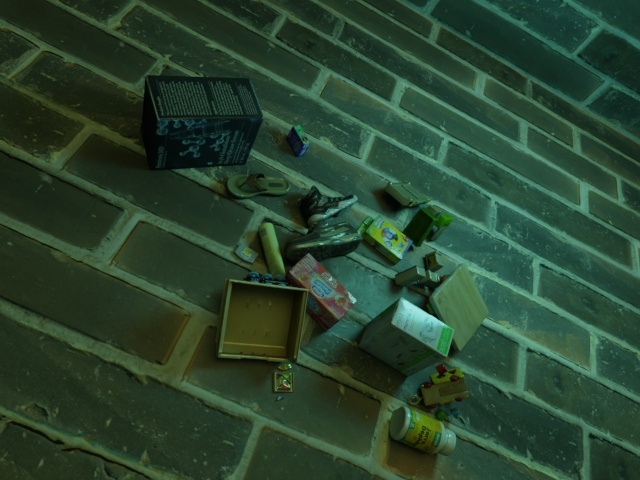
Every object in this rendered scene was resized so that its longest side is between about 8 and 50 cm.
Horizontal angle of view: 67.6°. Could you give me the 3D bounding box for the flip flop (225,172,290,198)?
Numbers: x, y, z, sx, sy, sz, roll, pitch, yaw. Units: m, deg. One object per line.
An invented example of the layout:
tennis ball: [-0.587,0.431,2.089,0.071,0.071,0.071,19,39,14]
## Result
flip flop: [-0.248,-0.231,1.940,0.277,0.080,0.112,-1,62,-25]

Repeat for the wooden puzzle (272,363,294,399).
wooden puzzle: [-0.125,0.477,1.620,0.079,0.014,0.116,1,62,-23]

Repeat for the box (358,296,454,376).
box: [0.303,0.357,1.730,0.231,0.262,0.126,32,53,-3]

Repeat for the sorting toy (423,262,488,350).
sorting toy: [0.544,0.268,1.951,0.255,0.089,0.257,-38,106,-34]

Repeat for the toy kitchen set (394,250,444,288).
toy kitchen set: [0.421,0.115,2.038,0.207,0.122,0.166,21,52,-36]

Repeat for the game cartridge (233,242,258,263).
game cartridge: [-0.281,0.052,1.800,0.083,0.017,0.056,32,57,-4]

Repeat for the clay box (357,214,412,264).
clay box: [0.276,-0.014,2.065,0.222,0.053,0.127,39,53,0]

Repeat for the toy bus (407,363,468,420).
toy bus: [0.443,0.544,1.778,0.202,0.190,0.104,30,11,-7]

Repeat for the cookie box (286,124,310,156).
cookie box: [-0.099,-0.442,2.124,0.040,0.092,0.107,-19,71,-34]

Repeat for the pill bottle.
pill bottle: [0.357,0.668,1.660,0.209,0.117,0.117,26,54,-9]

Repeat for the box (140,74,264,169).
box: [-0.462,-0.450,1.841,0.396,0.293,0.211,-9,65,-28]

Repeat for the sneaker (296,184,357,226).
sneaker: [0.027,-0.171,2.013,0.269,0.101,0.153,-28,78,-31]

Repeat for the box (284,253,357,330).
box: [-0.011,0.192,1.769,0.257,0.128,0.123,44,54,4]

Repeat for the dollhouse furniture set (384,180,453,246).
dollhouse furniture set: [0.419,-0.129,2.191,0.198,0.151,0.301,-7,45,-50]

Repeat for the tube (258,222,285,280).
tube: [-0.182,0.048,1.810,0.062,0.070,0.240,-17,62,-1]

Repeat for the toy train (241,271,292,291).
toy train: [-0.197,0.176,1.707,0.184,0.105,0.080,8,31,-16]

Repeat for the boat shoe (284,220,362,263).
boat shoe: [0.000,0.000,1.903,0.356,0.132,0.130,-8,55,-37]

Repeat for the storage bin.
storage bin: [-0.201,0.268,1.586,0.262,0.123,0.260,9,88,-19]
